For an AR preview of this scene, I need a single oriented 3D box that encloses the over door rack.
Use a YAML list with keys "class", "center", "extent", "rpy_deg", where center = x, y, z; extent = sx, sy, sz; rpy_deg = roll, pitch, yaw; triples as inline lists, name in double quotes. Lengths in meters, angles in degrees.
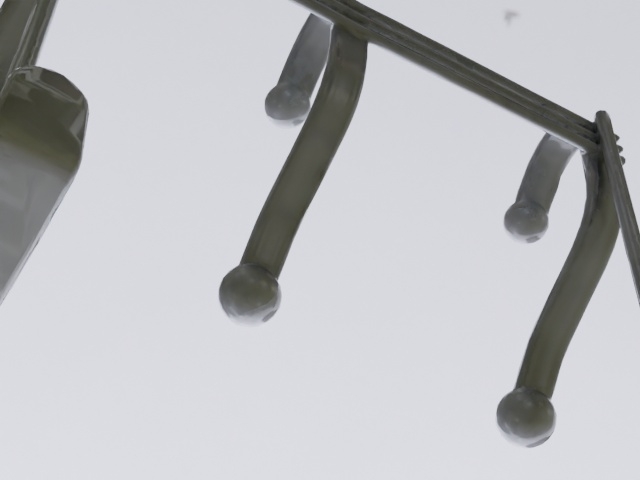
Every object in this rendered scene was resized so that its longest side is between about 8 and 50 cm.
- class: "over door rack"
  center: [0.000, 0.000, 0.524]
  extent: [0.239, 0.108, 0.324]
  rpy_deg: [25, -161, -14]
